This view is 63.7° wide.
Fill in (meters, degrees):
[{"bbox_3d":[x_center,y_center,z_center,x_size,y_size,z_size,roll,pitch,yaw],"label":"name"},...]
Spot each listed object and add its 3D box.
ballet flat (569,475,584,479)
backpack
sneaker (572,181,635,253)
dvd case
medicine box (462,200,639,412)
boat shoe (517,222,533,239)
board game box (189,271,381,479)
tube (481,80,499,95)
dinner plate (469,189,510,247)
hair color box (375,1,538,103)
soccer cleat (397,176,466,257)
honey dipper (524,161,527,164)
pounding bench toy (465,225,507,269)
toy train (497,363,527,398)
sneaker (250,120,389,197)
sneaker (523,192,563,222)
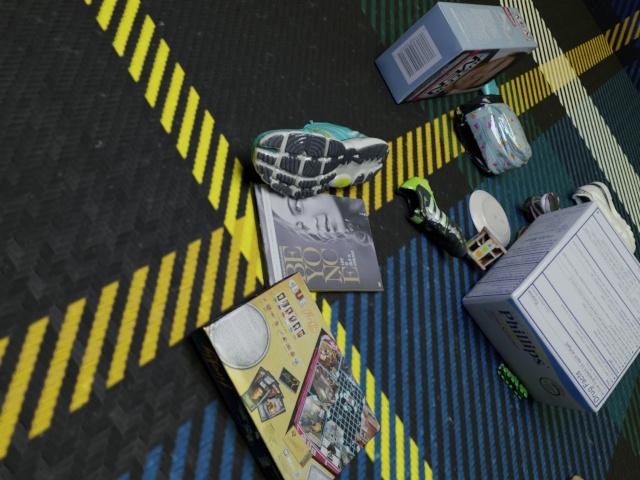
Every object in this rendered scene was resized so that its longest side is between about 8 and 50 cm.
[{"bbox_3d":[0.479,0.532,0.899,0.080,0.073,0.232,37,50,-20],"label":"ballet flat"},{"bbox_3d":[0.406,-0.245,1.194,0.151,0.115,0.182,-17,83,-46],"label":"backpack"},{"bbox_3d":[0.786,-0.046,1.442,0.094,0.090,0.235,-23,80,-31],"label":"sneaker"},{"bbox_3d":[0.000,0.000,0.804,0.221,0.018,0.165,4,67,-37],"label":"dvd case"},{"bbox_3d":[0.467,0.120,0.981,0.289,0.149,0.264,-40,97,-21],"label":"medicine box"},{"bbox_3d":[0.480,0.020,1.154,0.073,0.073,0.207,48,46,-8],"label":"boat shoe"},{"bbox_3d":[-0.037,0.183,0.656,0.165,0.042,0.244,-28,91,-42],"label":"board game box"},{"bbox_3d":[0.422,-0.455,1.359,0.080,0.052,0.207,-26,92,-39],"label":"tube"},{"bbox_3d":[0.383,-0.051,1.147,0.141,0.017,0.141,18,59,-34],"label":"dinner plate"},{"bbox_3d":[0.315,-0.419,1.154,0.374,0.185,0.114,-23,84,-44],"label":"hair color box"},{"bbox_3d":[0.208,-0.037,0.972,0.072,0.060,0.179,-27,81,-34],"label":"soccer cleat"},{"bbox_3d":[0.491,-0.266,1.334,0.161,0.030,0.030,54,46,-8],"label":"honey dipper"},{"bbox_3d":[0.325,0.012,1.041,0.052,0.065,0.083,45,17,-13],"label":"pounding bench toy"},{"bbox_3d":[0.364,0.266,0.974,0.083,0.017,0.024,49,37,-9],"label":"toy train"},{"bbox_3d":[-0.009,-0.138,0.822,0.275,0.107,0.110,-9,42,-48],"label":"sneaker"},{"bbox_3d":[0.546,-0.057,1.250,0.178,0.077,0.072,51,59,-38],"label":"sneaker"}]
